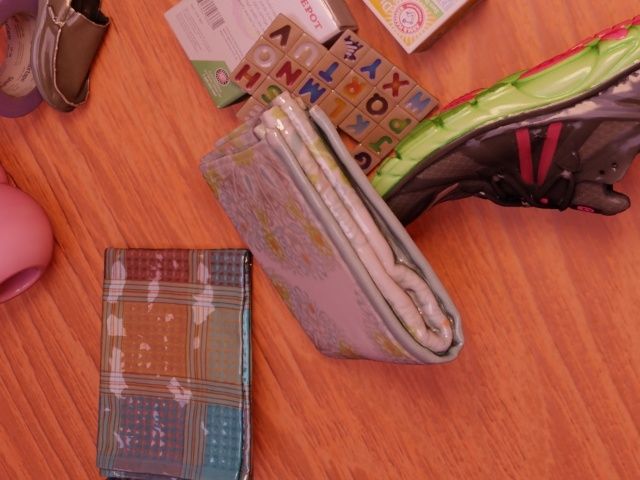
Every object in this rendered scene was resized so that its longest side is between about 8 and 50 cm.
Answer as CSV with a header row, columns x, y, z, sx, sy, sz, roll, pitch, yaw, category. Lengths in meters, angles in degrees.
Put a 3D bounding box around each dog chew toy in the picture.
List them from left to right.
x,y,z,sx,sy,sz,roll,pitch,yaw,category
-0.577,-0.059,1.380,0.206,0.206,0.332,-41,80,25,dog chew toy

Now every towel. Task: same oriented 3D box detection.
x,y,z,sx,sy,sz,roll,pitch,yaw,category
-0.231,0.196,1.349,0.271,0.040,0.370,0,89,20,towel
0.000,0.000,1.128,0.374,0.090,0.320,58,159,-10,towel

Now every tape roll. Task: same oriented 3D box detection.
x,y,z,sx,sy,sz,roll,pitch,yaw,category
-0.474,-0.282,1.278,0.080,0.189,0.189,15,109,17,tape roll

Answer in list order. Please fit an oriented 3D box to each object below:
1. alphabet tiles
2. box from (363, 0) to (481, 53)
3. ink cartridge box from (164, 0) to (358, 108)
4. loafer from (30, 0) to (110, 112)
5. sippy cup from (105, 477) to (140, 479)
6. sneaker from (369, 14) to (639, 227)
x,y,z,sx,sy,sz,roll,pitch,yaw,category
0.005,-0.189,1.158,0.237,0.009,0.198,34,123,-18,alphabet tiles
0.100,-0.348,1.090,0.114,0.103,0.203,-42,88,25,box
-0.080,-0.301,1.178,0.212,0.093,0.154,-28,94,26,ink cartridge box
-0.367,-0.313,1.281,0.087,0.094,0.251,11,108,22,loafer
-0.306,0.498,1.409,0.240,0.224,0.305,21,111,15,sippy cup
0.260,-0.100,1.017,0.483,0.185,0.202,-22,98,28,sneaker
